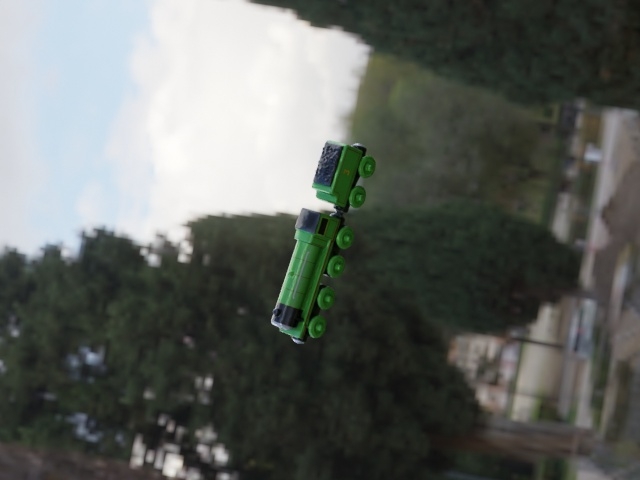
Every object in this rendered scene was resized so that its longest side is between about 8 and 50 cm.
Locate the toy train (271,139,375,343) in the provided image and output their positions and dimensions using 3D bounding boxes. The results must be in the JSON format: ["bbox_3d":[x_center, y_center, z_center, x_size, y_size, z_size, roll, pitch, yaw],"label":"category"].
[{"bbox_3d":[0.000,0.000,0.613,0.024,0.017,0.083,19,-92,-47],"label":"toy train"}]
